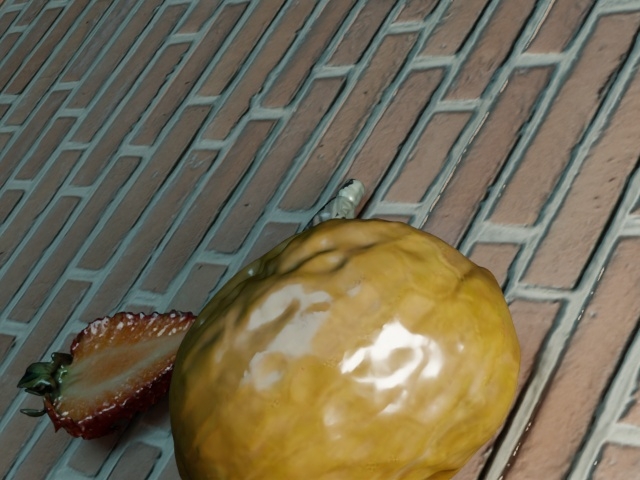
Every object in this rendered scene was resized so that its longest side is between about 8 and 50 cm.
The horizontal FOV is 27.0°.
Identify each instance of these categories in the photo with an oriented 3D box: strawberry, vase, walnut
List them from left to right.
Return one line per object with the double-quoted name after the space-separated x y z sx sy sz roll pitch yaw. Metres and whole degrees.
-0.278 0.194 1.866 0.286 0.106 0.188 -17 45 13 "strawberry"
0.000 0.000 1.828 0.060 0.060 0.211 7 58 48 "vase"
0.020 0.150 1.420 0.398 0.354 0.308 -35 76 7 "walnut"
